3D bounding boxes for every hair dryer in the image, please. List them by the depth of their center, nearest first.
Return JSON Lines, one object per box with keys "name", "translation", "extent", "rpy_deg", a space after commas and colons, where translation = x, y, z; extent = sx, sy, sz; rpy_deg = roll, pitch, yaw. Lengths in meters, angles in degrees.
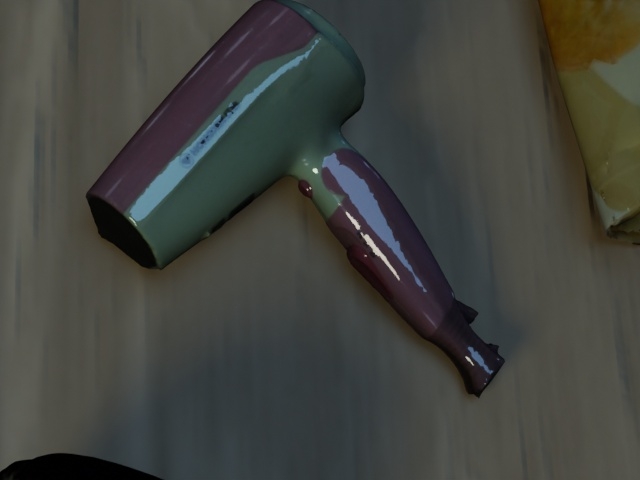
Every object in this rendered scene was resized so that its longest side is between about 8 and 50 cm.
{"name": "hair dryer", "translation": [0.006, -0.003, 0.588], "extent": [0.154, 0.054, 0.106], "rpy_deg": [40, 70, -1]}

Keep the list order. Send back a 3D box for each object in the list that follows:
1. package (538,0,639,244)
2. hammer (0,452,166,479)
{"name": "package", "translation": [0.194, -0.173, 0.635], "extent": [0.221, 0.165, 0.311], "rpy_deg": [-2, 69, -15]}
{"name": "hammer", "translation": [-0.231, 0.119, 0.459], "extent": [0.409, 0.095, 0.242], "rpy_deg": [24, 66, -1]}
